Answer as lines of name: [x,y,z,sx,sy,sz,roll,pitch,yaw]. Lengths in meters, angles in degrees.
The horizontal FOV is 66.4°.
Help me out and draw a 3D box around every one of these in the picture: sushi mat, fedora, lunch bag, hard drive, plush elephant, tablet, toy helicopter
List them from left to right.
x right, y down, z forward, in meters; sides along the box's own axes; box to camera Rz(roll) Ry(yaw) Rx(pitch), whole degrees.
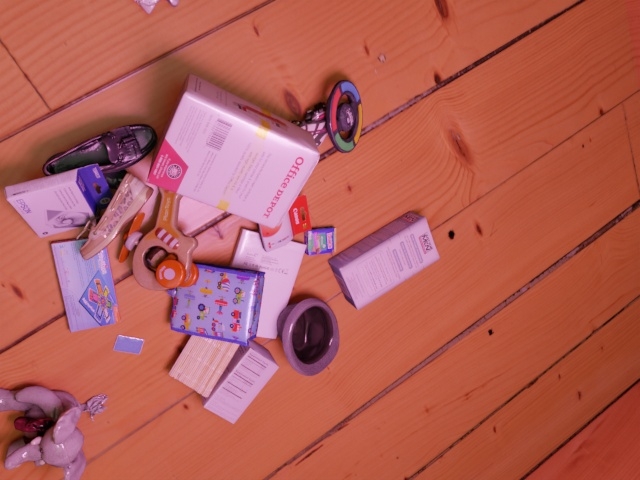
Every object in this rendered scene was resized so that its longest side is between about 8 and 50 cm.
plush elephant: [-0.792,0.570,1.417,0.330,0.255,0.271,-8,107,-21]
tablet: [-0.614,0.334,1.566,0.083,0.006,0.054,17,98,-25]
toy helicopter: [-0.474,-0.030,1.446,0.235,0.140,0.355,8,87,6]
lunch bag: [-0.339,0.188,1.530,0.293,0.138,0.220,8,90,4]
sushi mat: [-0.348,0.337,1.589,0.151,0.019,0.316,31,87,-2]
hard drive: [-0.208,0.151,1.664,0.233,0.047,0.353,15,98,-26]
fedora: [-0.060,0.324,1.713,0.244,0.124,0.275,-42,124,-30]

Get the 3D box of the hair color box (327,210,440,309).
hair color box: [0.236,0.069,1.792,0.375,0.113,0.185,-30,114,-12]

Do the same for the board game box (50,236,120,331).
board game box: [-0.697,0.128,1.460,0.145,0.027,0.281,-9,108,-20]

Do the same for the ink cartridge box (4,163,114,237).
ink cartridge box: [-0.679,-0.102,1.313,0.224,0.223,0.045,-20,69,-16]

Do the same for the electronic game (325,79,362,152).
electronic game: [0.081,-0.397,1.572,0.229,0.048,0.229,-21,115,-57]

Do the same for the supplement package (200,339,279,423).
supplement package: [-0.281,0.467,1.670,0.134,0.139,0.244,40,88,-25]

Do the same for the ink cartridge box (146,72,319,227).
ink cartridge box: [-0.239,-0.234,1.355,0.385,0.160,0.279,22,119,-24]

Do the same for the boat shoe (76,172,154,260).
boat shoe: [-0.589,-0.065,1.370,0.089,0.104,0.285,41,97,-22]

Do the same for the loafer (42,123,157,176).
loafer: [-0.580,-0.228,1.298,0.303,0.095,0.109,-25,103,-12]

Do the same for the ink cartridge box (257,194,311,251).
ink cartridge box: [-0.112,-0.054,1.577,0.179,0.045,0.145,-19,127,-14]

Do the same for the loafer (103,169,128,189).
loafer: [-0.598,-0.182,1.391,0.078,0.076,0.223,-47,112,1]

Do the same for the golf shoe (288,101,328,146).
golf shoe: [-0.055,-0.337,1.561,0.273,0.105,0.120,-31,119,-12]

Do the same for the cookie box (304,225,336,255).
cookie box: [0.000,0.000,1.712,0.107,0.040,0.091,-7,107,-22]

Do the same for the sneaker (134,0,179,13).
sneaker: [-0.482,-0.665,1.294,0.232,0.090,0.115,-6,110,-21]
